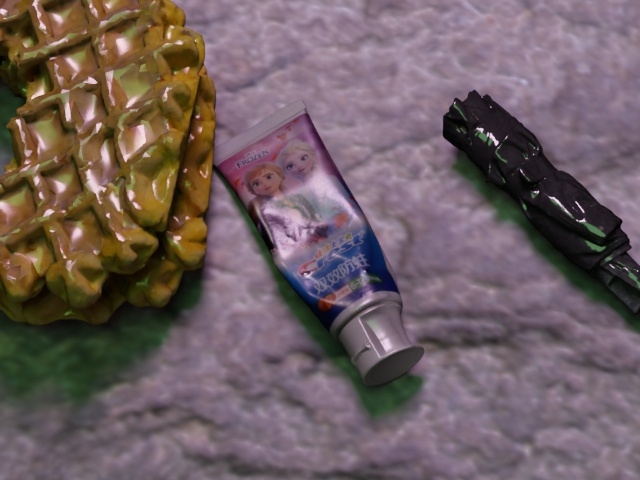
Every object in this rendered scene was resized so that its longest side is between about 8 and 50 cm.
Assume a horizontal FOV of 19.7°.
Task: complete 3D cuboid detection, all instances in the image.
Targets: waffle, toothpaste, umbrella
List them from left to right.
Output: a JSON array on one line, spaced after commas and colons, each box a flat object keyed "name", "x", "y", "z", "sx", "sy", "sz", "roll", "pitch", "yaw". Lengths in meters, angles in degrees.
[{"name": "waffle", "x": -0.221, "y": -0.089, "z": 1.560, "sx": 0.261, "sy": 0.151, "sz": 0.324, "roll": 0, "pitch": 75, "yaw": 4}, {"name": "toothpaste", "x": 0.000, "y": 0.000, "z": 1.550, "sx": 0.096, "sy": 0.061, "sz": 0.266, "roll": -30, "pitch": 63, "yaw": -1}, {"name": "umbrella", "x": 0.195, "y": -0.033, "z": 1.525, "sx": 0.236, "sy": 0.059, "sz": 0.066, "roll": 45, "pitch": 41, "yaw": 16}]
